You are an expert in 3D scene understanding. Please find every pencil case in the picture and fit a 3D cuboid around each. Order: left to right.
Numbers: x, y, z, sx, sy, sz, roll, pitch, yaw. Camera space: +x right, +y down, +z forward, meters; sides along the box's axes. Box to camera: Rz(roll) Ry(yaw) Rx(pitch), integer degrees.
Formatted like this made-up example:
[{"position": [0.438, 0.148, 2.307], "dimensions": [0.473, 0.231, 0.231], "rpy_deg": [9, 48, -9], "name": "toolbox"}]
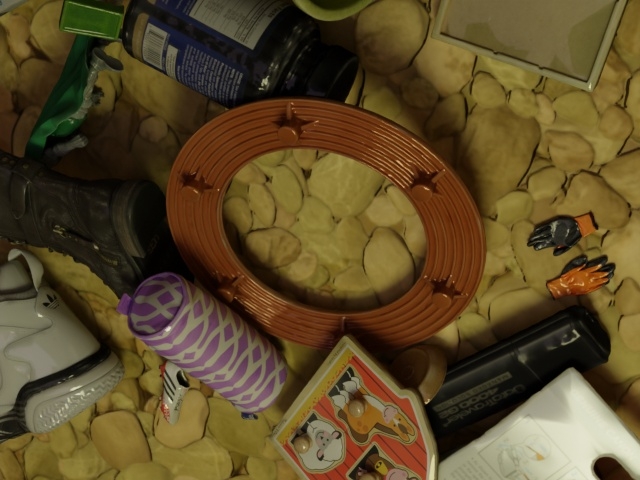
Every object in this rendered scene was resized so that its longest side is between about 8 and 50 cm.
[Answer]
[{"position": [-0.120, 0.112, 1.363], "dimensions": [0.088, 0.086, 0.206], "rpy_deg": [7, 152, 40], "name": "pencil case"}]

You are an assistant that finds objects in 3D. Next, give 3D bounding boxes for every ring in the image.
[{"position": [0.000, 0.000, 1.288], "dimensions": [0.336, 0.032, 0.336], "rpy_deg": [10, 132, 11], "name": "ring"}]

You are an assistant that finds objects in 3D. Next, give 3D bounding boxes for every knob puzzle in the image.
[{"position": [0.044, 0.227, 1.340], "dimensions": [0.213, 0.030, 0.213], "rpy_deg": [6, 102, 32], "name": "knob puzzle"}]

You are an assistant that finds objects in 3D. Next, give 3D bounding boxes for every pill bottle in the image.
[{"position": [-0.078, -0.192, 1.263], "dimensions": [0.219, 0.123, 0.123], "rpy_deg": [29, 117, 9], "name": "pill bottle"}]

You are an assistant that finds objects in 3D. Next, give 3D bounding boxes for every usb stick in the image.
[{"position": [0.174, 0.150, 1.328], "dimensions": [0.278, 0.045, 0.077], "rpy_deg": [-30, 119, 27], "name": "usb stick"}]

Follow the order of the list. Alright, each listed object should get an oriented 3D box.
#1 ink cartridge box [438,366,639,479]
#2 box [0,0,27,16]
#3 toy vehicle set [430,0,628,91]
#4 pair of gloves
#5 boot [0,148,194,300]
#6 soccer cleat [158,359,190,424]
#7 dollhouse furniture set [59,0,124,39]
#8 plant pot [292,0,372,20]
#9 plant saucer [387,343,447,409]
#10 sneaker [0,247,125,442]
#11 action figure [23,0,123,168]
[{"position": [0.232, 0.342, 1.362], "dimensions": [0.308, 0.091, 0.385], "rpy_deg": [48, 114, 1], "name": "ink cartridge box"}, {"position": [-0.353, -0.327, 1.371], "dimensions": [0.186, 0.038, 0.145], "rpy_deg": [-22, 100, 28], "name": "box"}, {"position": [0.217, -0.288, 1.161], "dimensions": [0.166, 0.035, 0.267], "rpy_deg": [22, 115, 13], "name": "toy vehicle set"}, {"position": [0.252, 0.017, 1.272], "dimensions": [0.074, 0.010, 0.083], "rpy_deg": [-21, 99, 27], "name": "pair of gloves"}, {"position": [-0.269, 0.000, 1.402], "dimensions": [0.229, 0.091, 0.263], "rpy_deg": [11, 136, 21], "name": "boot"}, {"position": [-0.170, 0.179, 1.487], "dimensions": [0.035, 0.029, 0.083], "rpy_deg": [6, 106, 24], "name": "soccer cleat"}, {"position": [-0.228, -0.260, 1.277], "dimensions": [0.058, 0.152, 0.076], "rpy_deg": [11, 133, -16], "name": "dollhouse furniture set"}, {"position": [-0.052, -0.372, 1.130], "dimensions": [0.254, 0.276, 0.276], "rpy_deg": [28, 117, 22], "name": "plant pot"}, {"position": [0.096, 0.143, 1.340], "dimensions": [0.083, 0.083, 0.015], "rpy_deg": [-30, 129, 28], "name": "plant saucer"}, {"position": [-0.425, 0.157, 1.523], "dimensions": [0.366, 0.137, 0.210], "rpy_deg": [-28, 96, 22], "name": "sneaker"}, {"position": [-0.275, -0.138, 1.375], "dimensions": [0.063, 0.137, 0.232], "rpy_deg": [24, 136, -19], "name": "action figure"}]
